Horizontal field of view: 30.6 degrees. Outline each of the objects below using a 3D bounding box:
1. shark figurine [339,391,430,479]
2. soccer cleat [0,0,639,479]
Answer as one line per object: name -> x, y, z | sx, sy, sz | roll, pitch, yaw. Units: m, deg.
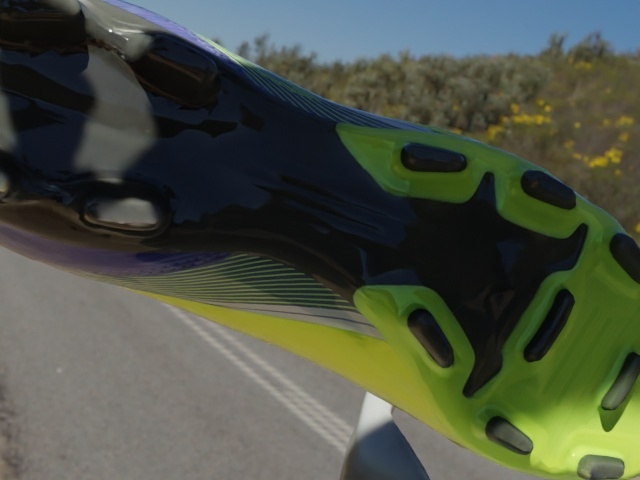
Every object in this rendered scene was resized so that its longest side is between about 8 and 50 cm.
shark figurine -> 0.106, 0.049, 0.608 | 0.116, 0.166, 0.278 | -11, -1, 39
soccer cleat -> 0.000, -0.001, 0.396 | 0.289, 0.093, 0.121 | 25, -5, -18
